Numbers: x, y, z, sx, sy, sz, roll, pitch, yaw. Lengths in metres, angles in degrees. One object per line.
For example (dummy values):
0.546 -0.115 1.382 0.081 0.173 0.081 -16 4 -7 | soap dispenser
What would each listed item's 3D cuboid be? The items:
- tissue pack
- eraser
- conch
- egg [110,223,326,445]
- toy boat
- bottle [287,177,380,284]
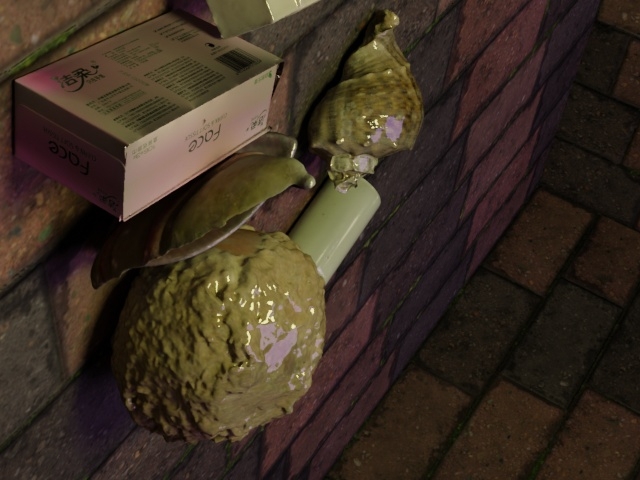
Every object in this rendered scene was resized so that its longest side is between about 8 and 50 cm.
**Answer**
-0.169 -0.136 1.015 0.246 0.148 0.092 -39 152 -46 | tissue pack
-0.030 -0.323 1.120 0.279 0.081 0.124 -43 118 -51 | eraser
0.092 -0.205 1.596 0.291 0.159 0.210 -63 161 -2 | conch
-0.129 0.119 1.305 0.310 0.279 0.279 -50 166 20 | egg
-0.144 -0.037 1.117 0.276 0.111 0.293 -31 -172 3 | toy boat
0.000 0.000 1.730 0.245 0.104 0.104 -55 161 -20 | bottle
